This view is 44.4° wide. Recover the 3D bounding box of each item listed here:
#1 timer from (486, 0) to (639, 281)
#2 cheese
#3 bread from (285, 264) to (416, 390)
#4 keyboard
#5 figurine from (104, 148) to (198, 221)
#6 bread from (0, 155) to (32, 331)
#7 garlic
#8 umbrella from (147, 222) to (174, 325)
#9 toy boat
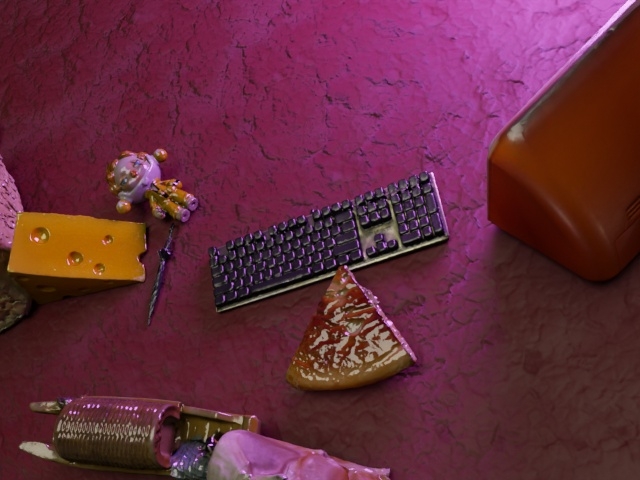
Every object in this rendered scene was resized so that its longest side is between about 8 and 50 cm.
[{"bbox_3d":[0.286,-0.113,0.775,0.257,0.250,0.161,-45,57,-1],"label":"timer"},{"bbox_3d":[-0.328,0.023,1.100,0.171,0.126,0.093,-4,64,0],"label":"cheese"},{"bbox_3d":[0.048,0.115,0.890,0.136,0.054,0.154,17,79,31],"label":"bread"},{"bbox_3d":[0.000,0.000,0.984,0.316,0.027,0.106,-19,60,15],"label":"keyboard"},{"bbox_3d":[-0.238,-0.079,1.111,0.143,0.068,0.101,6,72,13],"label":"figurine"},{"bbox_3d":[-0.578,-0.011,1.125,0.279,0.248,0.315,-35,53,3],"label":"bread"},{"bbox_3d":[-0.019,0.283,0.773,0.229,0.178,0.143,27,94,16],"label":"garlic"},{"bbox_3d":[-0.217,0.043,1.066,0.022,0.022,0.149,-35,43,58],"label":"umbrella"},{"bbox_3d":[-0.216,0.229,0.917,0.310,0.115,0.089,0,66,24],"label":"toy boat"}]
